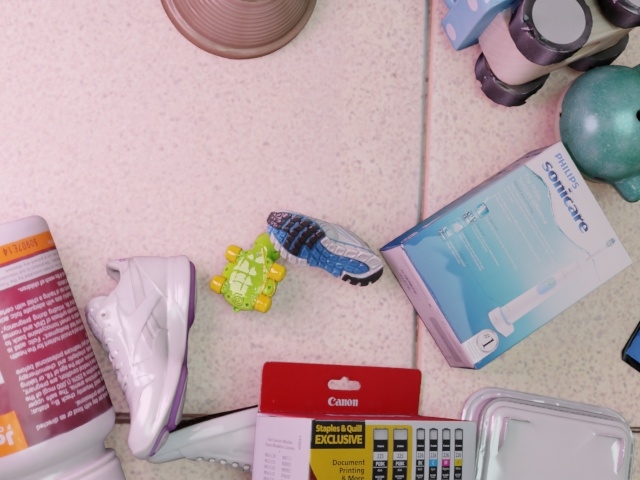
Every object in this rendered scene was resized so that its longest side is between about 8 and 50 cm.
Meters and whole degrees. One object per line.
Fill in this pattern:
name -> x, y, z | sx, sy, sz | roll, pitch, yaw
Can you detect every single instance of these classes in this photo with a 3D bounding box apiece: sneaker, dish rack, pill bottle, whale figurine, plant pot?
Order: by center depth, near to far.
pill bottle -> -0.402, 0.184, 1.708 | 0.224, 0.224, 0.392 | -20, 92, -14
sneaker -> -0.251, 0.155, 1.779 | 0.152, 0.114, 0.305 | 6, 56, -7
sneaker -> -0.106, 0.296, 1.837 | 0.290, 0.106, 0.123 | -10, 88, -15
plant pot -> -0.110, -0.383, 1.860 | 0.237, 0.110, 0.237 | 0, 88, -13
sneaker -> 0.000, 0.000, 1.886 | 0.191, 0.083, 0.071 | 28, 114, -26
whale figurine -> 0.485, -0.164, 1.938 | 0.272, 0.141, 0.216 | 12, 82, -14
dish rack -> 0.338, 0.397, 1.943 | 0.286, 0.072, 0.332 | 12, 79, -14

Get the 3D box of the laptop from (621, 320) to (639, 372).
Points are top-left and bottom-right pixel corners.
laptop -> 0.642, 0.136, 2.010 | 0.234, 0.264, 0.136 | 35, 44, -11

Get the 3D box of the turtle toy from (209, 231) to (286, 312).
turtle toy -> -0.093, 0.046, 1.869 | 0.095, 0.066, 0.130 | 24, 80, 12

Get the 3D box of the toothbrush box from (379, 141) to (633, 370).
toothbrush box -> 0.273, 0.023, 1.930 | 0.296, 0.126, 0.216 | -33, 95, -12

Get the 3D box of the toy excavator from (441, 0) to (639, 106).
toy excavator -> 0.227, -0.426, 1.915 | 0.433, 0.222, 0.445 | -23, 81, -15

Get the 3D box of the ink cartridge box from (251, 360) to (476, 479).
ink cartridge box -> 0.063, 0.308, 1.808 | 0.309, 0.130, 0.271 | 6, 84, -39
